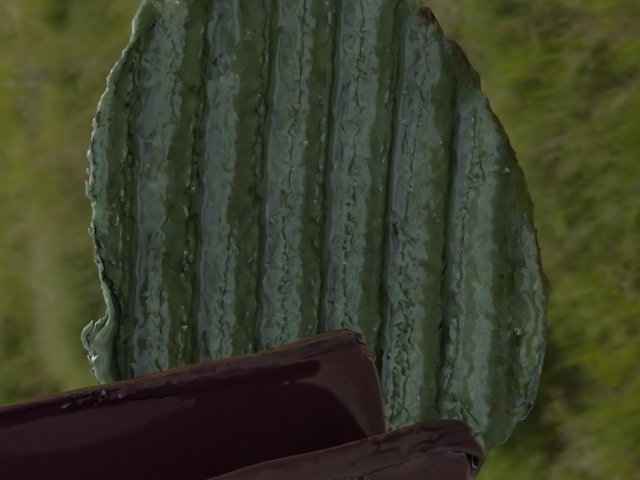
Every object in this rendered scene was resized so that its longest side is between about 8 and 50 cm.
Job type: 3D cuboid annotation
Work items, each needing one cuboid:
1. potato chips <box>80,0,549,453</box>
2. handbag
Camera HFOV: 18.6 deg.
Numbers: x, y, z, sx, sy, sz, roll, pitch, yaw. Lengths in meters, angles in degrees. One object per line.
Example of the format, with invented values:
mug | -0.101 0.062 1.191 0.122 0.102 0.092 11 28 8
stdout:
potato chips | 0.000 0.000 1.378 0.070 0.358 0.429 21 114 61
handbag | -0.062 0.136 0.603 0.074 0.203 0.216 45 134 37
